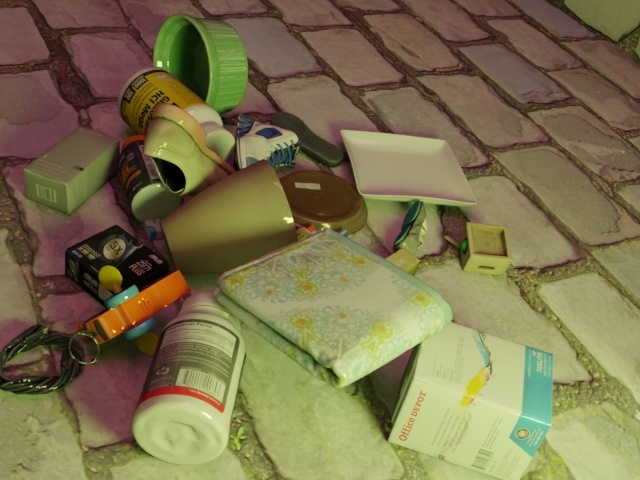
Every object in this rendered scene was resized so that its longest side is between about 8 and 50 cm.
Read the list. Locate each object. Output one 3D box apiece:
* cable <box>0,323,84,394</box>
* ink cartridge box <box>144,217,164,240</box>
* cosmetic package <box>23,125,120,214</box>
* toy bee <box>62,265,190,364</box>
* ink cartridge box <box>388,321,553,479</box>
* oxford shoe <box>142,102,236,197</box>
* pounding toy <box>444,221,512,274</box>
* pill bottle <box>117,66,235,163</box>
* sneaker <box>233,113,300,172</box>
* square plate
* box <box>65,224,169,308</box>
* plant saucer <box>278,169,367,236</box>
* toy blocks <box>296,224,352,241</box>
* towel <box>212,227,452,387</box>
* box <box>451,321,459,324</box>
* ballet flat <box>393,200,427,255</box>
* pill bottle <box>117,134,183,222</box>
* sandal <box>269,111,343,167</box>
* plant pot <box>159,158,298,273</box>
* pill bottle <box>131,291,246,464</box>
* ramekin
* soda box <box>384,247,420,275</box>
[{"bbox_3d":[-0.554,0.244,1.576,0.151,0.047,0.184,32,39,13],"label":"cable"},{"bbox_3d":[-0.380,-0.030,1.964,0.083,0.028,0.048,-9,45,-25],"label":"ink cartridge box"},{"bbox_3d":[-0.613,-0.179,2.019,0.127,0.107,0.238,18,42,10],"label":"cosmetic package"},{"bbox_3d":[-0.416,0.147,1.632,0.298,0.162,0.195,-6,80,-45],"label":"toy bee"},{"bbox_3d":[0.299,0.314,1.616,0.270,0.198,0.197,18,39,4],"label":"ink cartridge box"},{"bbox_3d":[-0.311,-0.157,1.926,0.141,0.397,0.146,12,66,30],"label":"oxford shoe"},{"bbox_3d":[0.408,0.020,2.105,0.141,0.100,0.130,6,54,-6],"label":"pounding toy"},{"bbox_3d":[-0.384,-0.314,2.176,0.188,0.187,0.334,-23,50,-37],"label":"pill bottle"},{"bbox_3d":[-0.144,-0.241,2.213,0.182,0.127,0.315,5,38,-8],"label":"sneaker"},{"bbox_3d":[0.244,-0.203,2.337,0.347,0.049,0.344,4,38,-13],"label":"square plate"},{"bbox_3d":[-0.450,0.064,1.791,0.180,0.077,0.147,34,42,24],"label":"box"},{"bbox_3d":[-0.006,-0.106,2.162,0.278,0.041,0.277,8,39,-6],"label":"plant saucer"},{"bbox_3d":[0.000,0.000,2.021,0.123,0.054,0.148,31,42,20],"label":"toy blocks"},{"bbox_3d":[0.020,0.122,1.581,0.321,0.090,0.374,-26,43,-38],"label":"towel"},{"bbox_3d":[0.228,0.205,1.842,0.169,0.054,0.059,14,38,1],"label":"box"},{"bbox_3d":[0.246,-0.025,2.131,0.068,0.072,0.213,42,40,-9],"label":"ballet flat"},{"bbox_3d":[-0.434,-0.163,2.030,0.131,0.130,0.245,-6,42,-23],"label":"pill bottle"},{"bbox_3d":[-0.051,-0.286,2.366,0.254,0.054,0.097,38,51,13],"label":"sandal"},{"bbox_3d":[-0.221,-0.028,1.868,0.274,0.256,0.256,-18,46,-12],"label":"plant pot"},{"bbox_3d":[-0.237,0.251,1.549,0.176,0.176,0.318,12,39,-3],"label":"pill bottle"},{"bbox_3d":[-0.343,-0.499,2.341,0.148,0.303,0.303,-13,46,-40],"label":"ramekin"},{"bbox_3d":[0.161,0.087,1.962,0.061,0.058,0.181,37,45,26],"label":"soda box"}]
